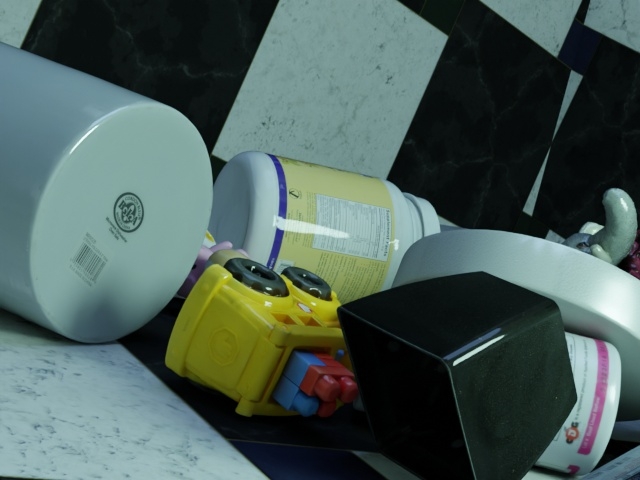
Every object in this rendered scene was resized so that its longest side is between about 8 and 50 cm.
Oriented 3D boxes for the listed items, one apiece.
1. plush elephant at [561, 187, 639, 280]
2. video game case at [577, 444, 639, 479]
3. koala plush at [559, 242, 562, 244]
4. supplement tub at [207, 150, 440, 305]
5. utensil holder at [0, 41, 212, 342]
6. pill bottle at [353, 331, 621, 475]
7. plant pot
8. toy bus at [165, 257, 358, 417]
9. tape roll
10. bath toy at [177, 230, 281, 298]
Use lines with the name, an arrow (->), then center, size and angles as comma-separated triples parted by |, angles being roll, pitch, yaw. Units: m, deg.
plush elephant -> 0.433, 0.046, 1.814 | 0.255, 0.330, 0.272 | 33, 39, 9
video game case -> 0.388, 0.233, 1.415 | 0.190, 0.022, 0.173 | -23, 3, -21
koala plush -> 0.465, 0.106, 2.537 | 0.196, 0.203, 0.221 | 18, 20, 31
supplement tub -> 0.000, 0.000, 2.138 | 0.331, 0.241, 0.241 | 11, 8, -25
utensil holder -> -0.374, -0.077, 1.682 | 0.385, 0.328, 0.327 | 20, 9, 33
pill bottle -> 0.190, 0.164, 1.549 | 0.283, 0.160, 0.160 | 14, 7, -2
plant pot -> 0.152, 0.133, 1.362 | 0.167, 0.188, 0.187 | -29, 28, -24
toy bus -> -0.027, 0.131, 1.507 | 0.211, 0.149, 0.220 | 33, 15, 36
tape roll -> 0.272, 0.115, 1.707 | 0.392, 0.072, 0.392 | 18, -24, 8
bath toy -> -0.153, 0.060, 1.893 | 0.348, 0.129, 0.151 | 27, -30, 52
